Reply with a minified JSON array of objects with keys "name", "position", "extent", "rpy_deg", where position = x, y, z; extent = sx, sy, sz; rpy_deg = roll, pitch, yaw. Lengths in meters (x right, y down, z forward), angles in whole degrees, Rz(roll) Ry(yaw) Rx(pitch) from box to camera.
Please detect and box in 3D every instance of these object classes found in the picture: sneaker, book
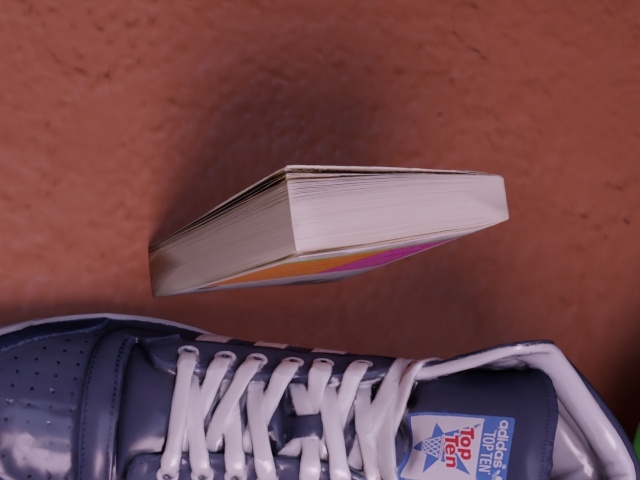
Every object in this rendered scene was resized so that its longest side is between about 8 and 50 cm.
[{"name":"sneaker","position":[-0.007,0.079,0.732],"extent":[0.282,0.153,0.099],"rpy_deg":[14,73,-23]},{"name":"book","position":[0.000,0.000,0.757],"extent":[0.096,0.144,0.035],"rpy_deg":[-3,81,-27]}]

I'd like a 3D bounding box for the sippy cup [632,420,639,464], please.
[{"name":"sippy cup","position":[0.284,0.142,0.788],"extent":[0.305,0.224,0.240],"rpy_deg":[-44,117,-42]}]
